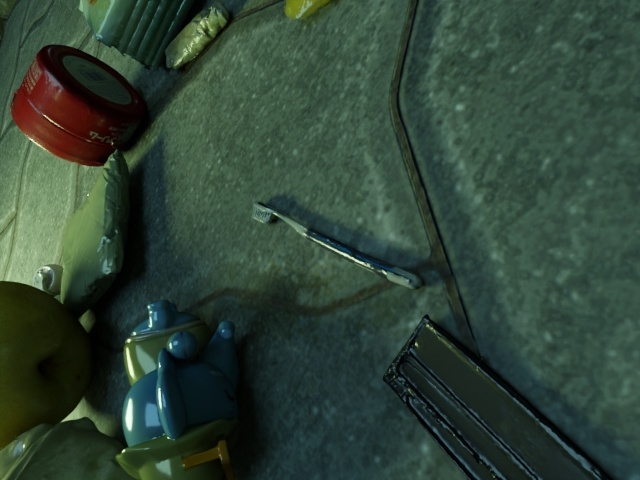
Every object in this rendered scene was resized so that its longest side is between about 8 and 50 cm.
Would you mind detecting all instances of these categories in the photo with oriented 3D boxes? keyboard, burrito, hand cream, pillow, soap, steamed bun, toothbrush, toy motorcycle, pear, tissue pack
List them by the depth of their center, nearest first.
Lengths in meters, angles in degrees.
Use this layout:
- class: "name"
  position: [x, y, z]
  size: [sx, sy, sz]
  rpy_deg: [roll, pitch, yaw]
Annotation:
- class: "keyboard"
  position: [0.148, 0.165, 0.353]
  size: [0.250, 0.017, 0.087]
  rpy_deg: [44, 109, 42]
- class: "toothbrush"
  position: [0.000, 0.000, 0.537]
  size: [0.288, 0.024, 0.026]
  rpy_deg: [25, 96, 44]
- class: "soap"
  position: [0.016, -0.374, 0.629]
  size: [0.168, 0.033, 0.089]
  rpy_deg: [-24, 60, 36]
- class: "steamed bun"
  position: [-0.425, 0.447, 0.641]
  size: [0.352, 0.247, 0.339]
  rpy_deg: [19, 92, 40]
- class: "pear"
  position: [-0.580, 0.218, 0.808]
  size: [0.314, 0.314, 0.314]
  rpy_deg: [-15, 68, 39]
- class: "burrito"
  position: [-0.240, -0.385, 0.863]
  size: [0.188, 0.045, 0.058]
  rpy_deg: [-25, 55, 38]
- class: "pillow"
  position: [-0.457, 0.001, 0.928]
  size: [0.281, 0.076, 0.274]
  rpy_deg: [-35, 53, 37]
- class: "tissue pack"
  position: [-0.336, -0.585, 0.934]
  size: [0.388, 0.162, 0.287]
  rpy_deg: [-55, 45, 16]
- class: "hand cream"
  position: [-0.494, -0.279, 0.945]
  size: [0.149, 0.230, 0.230]
  rpy_deg: [-47, 50, 22]
- class: "toy motorcycle"
  position: [-0.600, 0.179, 1.002]
  size: [0.112, 0.112, 0.254]
  rpy_deg: [-1, 77, 43]

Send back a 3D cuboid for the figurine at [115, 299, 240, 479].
- class: "figurine"
  position: [-0.175, 0.180, 0.559]
  size: [0.180, 0.154, 0.262]
  rpy_deg: [-43, 55, 39]
